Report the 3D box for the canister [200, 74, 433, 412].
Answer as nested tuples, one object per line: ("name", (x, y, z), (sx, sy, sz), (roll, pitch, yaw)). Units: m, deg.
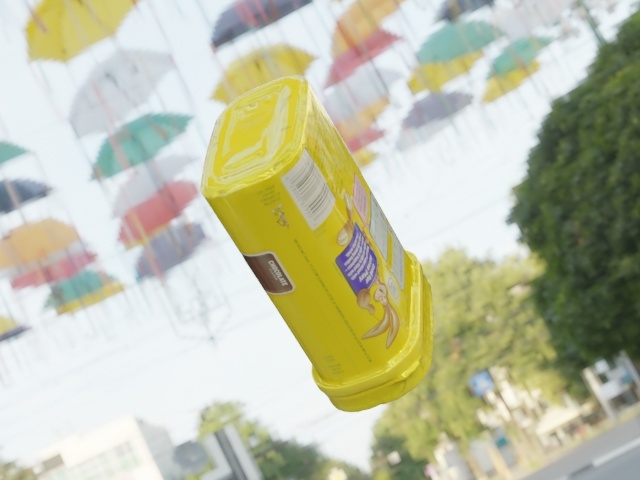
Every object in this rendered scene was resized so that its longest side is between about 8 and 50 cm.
("canister", (0.000, 0.000, 0.838), (0.073, 0.170, 0.126), (-21, 30, 17))
